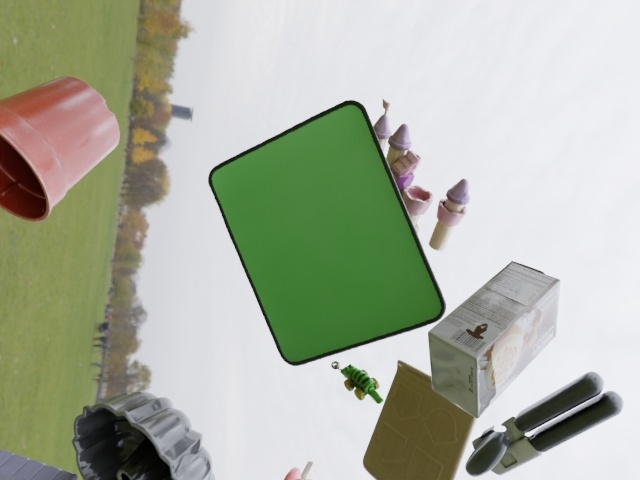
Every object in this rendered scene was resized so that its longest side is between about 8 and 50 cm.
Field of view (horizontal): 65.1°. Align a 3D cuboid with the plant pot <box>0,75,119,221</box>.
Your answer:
[{"bbox_3d":[-0.627,-0.227,1.140,0.265,0.273,0.272,-56,179,-42],"label":"plant pot"}]

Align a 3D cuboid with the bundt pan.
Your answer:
[{"bbox_3d":[-0.341,0.446,1.009,0.331,0.124,0.330,11,-69,30],"label":"bundt pan"}]

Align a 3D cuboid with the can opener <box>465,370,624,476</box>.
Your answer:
[{"bbox_3d":[0.350,0.318,0.817,0.076,0.095,0.283,49,-51,15],"label":"can opener"}]

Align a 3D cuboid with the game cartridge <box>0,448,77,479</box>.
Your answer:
[{"bbox_3d":[-0.642,0.512,0.882,0.355,0.230,0.068,-54,162,-72],"label":"game cartridge"}]

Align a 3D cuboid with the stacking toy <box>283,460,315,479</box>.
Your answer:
[{"bbox_3d":[-0.033,0.887,1.609,0.280,0.131,0.308,1,92,-69],"label":"stacking toy"}]

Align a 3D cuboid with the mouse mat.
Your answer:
[{"bbox_3d":[0.000,0.000,0.414,0.189,0.153,0.007,68,19,0],"label":"mouse mat"}]

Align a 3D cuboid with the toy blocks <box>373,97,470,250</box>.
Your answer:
[{"bbox_3d":[0.153,-0.142,1.141,0.288,0.309,0.259,-118,-149,-43],"label":"toy blocks"}]

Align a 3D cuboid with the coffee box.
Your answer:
[{"bbox_3d":[0.304,0.163,0.869,0.098,0.247,0.141,26,-44,44],"label":"coffee box"}]

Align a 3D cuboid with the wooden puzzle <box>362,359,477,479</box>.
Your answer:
[{"bbox_3d":[0.272,0.538,1.356,0.322,0.081,0.347,14,-95,62],"label":"wooden puzzle"}]

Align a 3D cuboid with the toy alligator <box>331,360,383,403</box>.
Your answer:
[{"bbox_3d":[0.078,0.314,1.170,0.190,0.056,0.051,28,-43,51],"label":"toy alligator"}]
